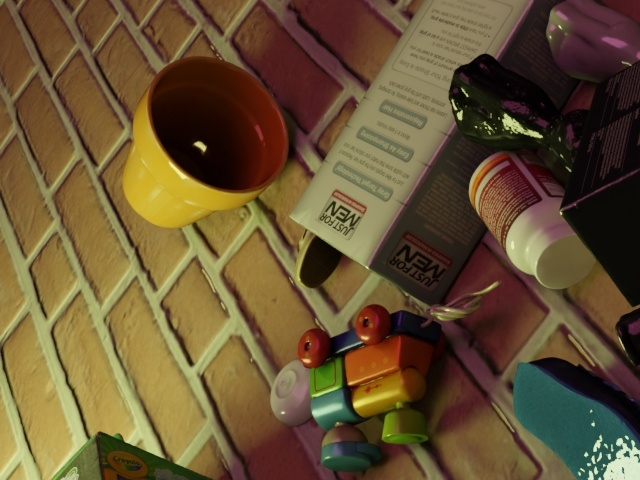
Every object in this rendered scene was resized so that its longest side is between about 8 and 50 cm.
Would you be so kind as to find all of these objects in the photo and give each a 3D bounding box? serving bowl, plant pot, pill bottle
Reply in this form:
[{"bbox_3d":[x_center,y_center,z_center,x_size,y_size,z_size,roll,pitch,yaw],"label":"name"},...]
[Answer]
[{"bbox_3d":[-0.031,0.170,1.580,0.083,0.027,0.083,-33,41,34],"label":"serving bowl"},{"bbox_3d":[-0.175,-0.112,1.851,0.188,0.205,0.205,-41,35,50],"label":"plant pot"},{"bbox_3d":[0.212,-0.021,1.365,0.086,0.086,0.152,-48,35,16],"label":"pill bottle"}]

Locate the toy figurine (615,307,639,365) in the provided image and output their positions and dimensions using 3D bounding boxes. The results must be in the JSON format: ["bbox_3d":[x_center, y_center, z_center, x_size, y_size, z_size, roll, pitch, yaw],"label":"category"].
[{"bbox_3d":[0.329,0.127,0.994,0.148,0.209,0.213,-26,42,22],"label":"toy figurine"}]

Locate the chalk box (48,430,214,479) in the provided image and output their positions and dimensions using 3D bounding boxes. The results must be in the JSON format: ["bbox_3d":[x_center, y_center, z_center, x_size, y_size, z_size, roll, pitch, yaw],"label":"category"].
[{"bbox_3d":[-0.225,0.353,1.557,0.180,0.179,0.289,-45,35,21],"label":"chalk box"}]

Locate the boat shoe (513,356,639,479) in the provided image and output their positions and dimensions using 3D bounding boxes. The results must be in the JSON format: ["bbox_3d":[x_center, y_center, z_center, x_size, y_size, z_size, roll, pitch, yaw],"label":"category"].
[{"bbox_3d":[0.254,0.157,1.155,0.258,0.089,0.109,-127,40,-58],"label":"boat shoe"}]

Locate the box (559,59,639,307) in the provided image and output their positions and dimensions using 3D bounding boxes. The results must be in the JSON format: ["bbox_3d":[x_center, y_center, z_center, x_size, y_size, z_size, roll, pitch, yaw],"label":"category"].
[{"bbox_3d":[0.301,-0.083,1.056,0.184,0.103,0.261,-33,13,29],"label":"box"}]

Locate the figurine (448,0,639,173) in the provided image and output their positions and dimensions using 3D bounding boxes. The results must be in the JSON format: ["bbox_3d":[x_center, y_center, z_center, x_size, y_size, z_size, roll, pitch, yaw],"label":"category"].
[{"bbox_3d":[0.271,-0.145,1.344,0.215,0.092,0.209,-34,37,-16],"label":"figurine"}]

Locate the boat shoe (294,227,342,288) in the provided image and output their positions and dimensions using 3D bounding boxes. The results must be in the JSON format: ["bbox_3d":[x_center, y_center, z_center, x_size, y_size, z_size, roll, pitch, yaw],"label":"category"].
[{"bbox_3d":[0.000,0.000,1.658,0.045,0.050,0.135,-11,46,52],"label":"boat shoe"}]

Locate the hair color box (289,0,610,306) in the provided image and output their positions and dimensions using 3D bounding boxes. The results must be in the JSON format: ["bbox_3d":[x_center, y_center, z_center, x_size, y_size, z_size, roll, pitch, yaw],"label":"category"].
[{"bbox_3d":[0.141,-0.133,1.519,0.374,0.113,0.185,-58,34,1],"label":"hair color box"}]

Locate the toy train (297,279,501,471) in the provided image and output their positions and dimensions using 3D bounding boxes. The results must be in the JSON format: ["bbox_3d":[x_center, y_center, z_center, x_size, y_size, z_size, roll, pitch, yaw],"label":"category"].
[{"bbox_3d":[0.088,0.141,1.396,0.248,0.105,0.143,-25,57,40],"label":"toy train"}]
